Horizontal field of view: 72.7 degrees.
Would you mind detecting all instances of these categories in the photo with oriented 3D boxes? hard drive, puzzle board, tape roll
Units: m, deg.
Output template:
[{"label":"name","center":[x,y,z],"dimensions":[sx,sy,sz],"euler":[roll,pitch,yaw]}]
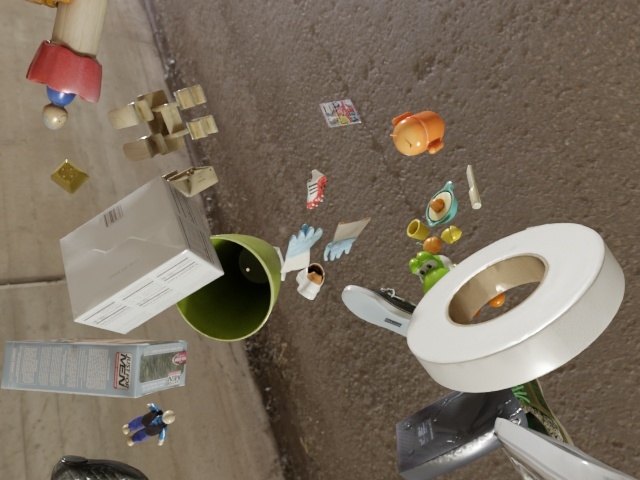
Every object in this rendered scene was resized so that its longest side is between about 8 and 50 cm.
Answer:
[{"label":"hard drive","center":[0.267,0.363,0.848],"dimensions":[0.254,0.172,0.054],"euler":[-34,94,12]},{"label":"puzzle board","center":[0.057,-0.376,1.276],"dimensions":[0.011,0.096,0.128],"euler":[87,170,-47]},{"label":"tape roll","center":[0.340,0.112,0.812],"dimensions":[0.072,0.392,0.392],"euler":[52,140,-8]}]

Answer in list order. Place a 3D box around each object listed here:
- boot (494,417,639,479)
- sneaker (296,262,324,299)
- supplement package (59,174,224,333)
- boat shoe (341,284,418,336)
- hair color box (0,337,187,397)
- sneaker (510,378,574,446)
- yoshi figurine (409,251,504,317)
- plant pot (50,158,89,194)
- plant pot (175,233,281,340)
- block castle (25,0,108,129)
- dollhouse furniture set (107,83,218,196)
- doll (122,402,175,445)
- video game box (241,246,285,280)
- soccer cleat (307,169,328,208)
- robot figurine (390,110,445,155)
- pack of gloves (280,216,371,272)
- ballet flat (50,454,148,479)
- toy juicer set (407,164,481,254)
[{"label":"boot","center":[0.236,0.275,0.463],"dimensions":[0.095,0.258,0.124],"euler":[19,80,11]},{"label":"sneaker","center":[-0.027,0.147,1.756],"dimensions":[0.123,0.105,0.290],"euler":[-60,8,5]},{"label":"supplement package","center":[-0.374,0.034,0.914],"dimensions":[0.261,0.145,0.204],"euler":[-31,61,4]},{"label":"boat shoe","center":[0.218,0.209,1.409],"dimensions":[0.105,0.305,0.113],"euler":[-66,-3,-47]},{"label":"hair color box","center":[-0.534,0.295,1.043],"dimensions":[0.373,0.185,0.114],"euler":[-2,80,16]},{"label":"sneaker","center":[0.624,0.500,1.347],"dimensions":[0.158,0.182,0.411],"euler":[-38,51,14]},{"label":"yoshi figurine","center":[0.441,0.165,1.434],"dimensions":[0.203,0.361,0.204],"euler":[13,78,61]},{"label":"plant pot","center":[-0.777,-0.202,1.346],"dimensions":[0.082,0.081,0.083],"euler":[-54,18,-18]},{"label":"plant pot","center":[-0.218,0.094,1.225],"dimensions":[0.274,0.293,0.275],"euler":[3,102,12]},{"label":"block castle","center":[-0.471,-0.262,0.409],"dimensions":[0.302,0.453,0.213],"euler":[20,99,13]},{"label":"dollhouse furniture set","center":[-0.378,-0.233,1.062],"dimensions":[0.160,0.212,0.242],"euler":[1,118,36]},{"label":"doll","center":[-0.517,0.569,1.336],"dimensions":[0.188,0.046,0.129],"euler":[-30,79,18]},{"label":"video game box","center":[-0.218,0.067,1.470],"dimensions":[0.205,0.186,0.048],"euler":[85,-165,-65]},{"label":"soccer cleat","center":[-0.012,-0.091,0.788],"dimensions":[0.036,0.029,0.083],"euler":[47,143,20]},{"label":"robot figurine","center":[0.329,-0.362,1.468],"dimensions":[0.128,0.219,0.158],"euler":[-10,106,50]},{"label":"pack of gloves","center":[0.000,0.000,1.096],"dimensions":[0.232,0.194,0.046],"euler":[115,138,-62]},{"label":"ballet flat","center":[-0.394,0.426,0.786],"dimensions":[0.057,0.173,0.049],"euler":[-2,63,51]},{"label":"toy juicer set","center":[0.434,-0.097,1.511],"dimensions":[0.329,0.089,0.209],"euler":[-55,26,25]}]
